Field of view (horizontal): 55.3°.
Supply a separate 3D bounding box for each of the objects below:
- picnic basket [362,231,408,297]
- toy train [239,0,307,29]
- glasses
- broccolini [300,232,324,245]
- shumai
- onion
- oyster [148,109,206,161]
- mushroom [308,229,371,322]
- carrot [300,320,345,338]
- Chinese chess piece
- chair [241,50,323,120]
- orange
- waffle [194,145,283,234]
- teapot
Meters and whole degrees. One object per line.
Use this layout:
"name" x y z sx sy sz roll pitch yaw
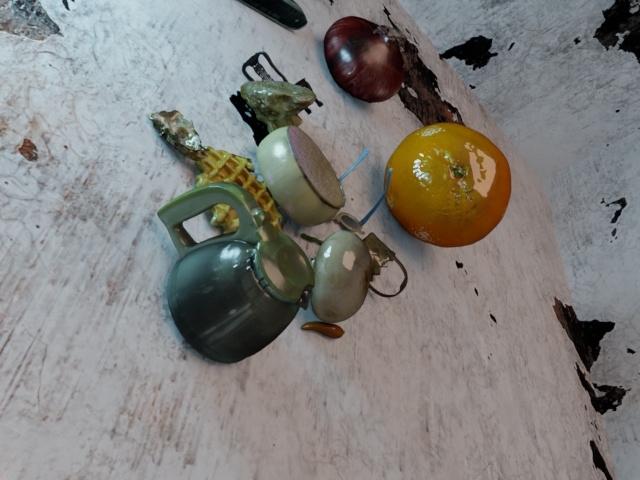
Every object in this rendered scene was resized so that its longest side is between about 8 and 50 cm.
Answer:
"picnic basket" 0.163 0.079 1.701 0.178 0.128 0.138 42 34 4
"toy train" -0.195 -0.798 1.978 0.407 0.086 0.088 12 49 -51
"glasses" 0.099 -0.147 1.760 0.190 0.220 0.088 28 4 -39
"broccolini" 0.000 0.000 1.642 0.140 0.030 0.035 21 39 -39
"shumai" -0.116 -0.358 1.673 0.161 0.210 0.152 -73 169 -56
"onion" 0.184 -0.685 2.233 0.348 0.285 0.347 23 51 -31
"oyster" -0.313 -0.231 1.360 0.148 0.051 0.103 48 32 21
"mushroom" 0.032 0.084 1.472 0.178 0.226 0.226 14 38 5
"carrot" 0.007 0.213 1.466 0.142 0.035 0.035 19 49 -38
"Chinese chess piece" -0.049 -0.167 1.577 0.270 0.112 0.270 50 21 -27
"chair" -0.112 -0.448 1.777 0.229 0.106 0.113 53 33 -12
"orange" 0.417 -0.186 2.009 0.326 0.424 0.423 60 6 -80
"waffle" -0.184 -0.101 1.436 0.261 0.056 0.249 12 55 -53
"teapot" -0.146 0.051 1.185 0.240 0.239 0.321 11 54 -53
